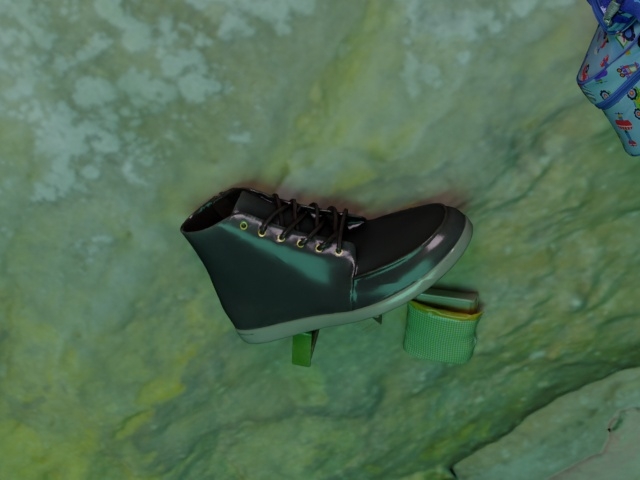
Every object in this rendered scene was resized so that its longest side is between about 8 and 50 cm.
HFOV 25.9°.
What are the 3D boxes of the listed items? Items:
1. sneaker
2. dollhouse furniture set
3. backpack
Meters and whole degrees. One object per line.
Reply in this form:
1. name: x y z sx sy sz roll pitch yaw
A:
1. sneaker: 0.000 0.000 1.081 0.222 0.083 0.118 -22 117 24
2. dollhouse furniture set: 0.056 0.077 1.144 0.151 0.059 0.076 8 128 5
3. backpack: 0.228 -0.146 0.888 0.117 0.158 0.173 35 138 -6
